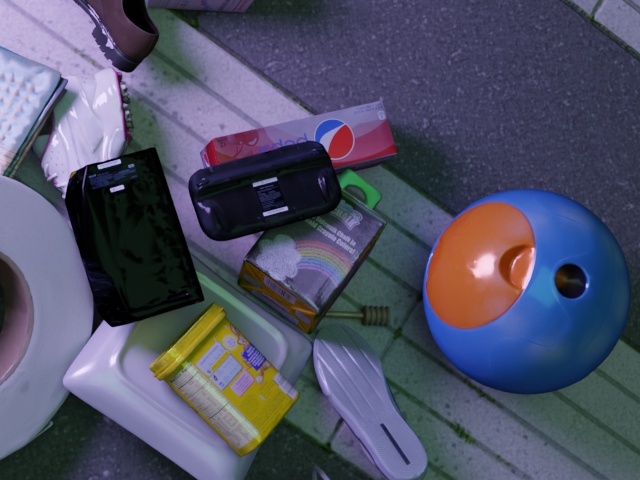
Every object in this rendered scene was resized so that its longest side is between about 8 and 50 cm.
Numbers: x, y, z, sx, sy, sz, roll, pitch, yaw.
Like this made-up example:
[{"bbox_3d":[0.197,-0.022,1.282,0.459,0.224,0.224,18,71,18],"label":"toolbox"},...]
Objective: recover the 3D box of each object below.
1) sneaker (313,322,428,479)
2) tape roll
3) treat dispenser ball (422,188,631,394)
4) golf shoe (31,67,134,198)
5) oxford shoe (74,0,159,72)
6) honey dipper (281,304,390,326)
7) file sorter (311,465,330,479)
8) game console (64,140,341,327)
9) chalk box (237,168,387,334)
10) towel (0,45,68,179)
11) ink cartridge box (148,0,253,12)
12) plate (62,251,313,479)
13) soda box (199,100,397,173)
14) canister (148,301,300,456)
[{"bbox_3d":[0.063,0.240,1.936,0.094,0.091,0.258,-23,69,-13],"label":"sneaker"},{"bbox_3d":[-0.465,0.100,1.716,0.392,0.072,0.391,-9,104,-40],"label":"tape roll"},{"bbox_3d":[0.287,0.071,1.918,0.288,0.288,0.288,2,82,-16],"label":"treat dispenser ball"},{"bbox_3d":[-0.317,-0.081,1.863,0.140,0.115,0.306,-5,76,-8],"label":"golf shoe"},{"bbox_3d":[-0.293,-0.351,1.891,0.227,0.096,0.083,54,30,4],"label":"oxford shoe"},{"bbox_3d":[0.020,0.105,1.972,0.161,0.030,0.030,4,81,-12],"label":"honey dipper"},{"bbox_3d":[-0.087,0.440,1.796,0.278,0.173,0.192,-16,113,-18],"label":"file sorter"},{"bbox_3d":[-0.142,-0.032,1.808,0.361,0.044,0.213,-16,84,-16],"label":"game console"},{"bbox_3d":[0.000,0.000,1.913,0.132,0.132,0.213,36,71,5],"label":"chalk box"},{"bbox_3d":[-0.537,-0.114,1.799,0.271,0.040,0.370,27,77,6],"label":"towel"},{"bbox_3d":[-0.147,-0.368,1.944,0.181,0.104,0.061,0,83,-16],"label":"ink cartridge box"},{"bbox_3d":[-0.163,0.160,1.854,0.278,0.045,0.277,37,54,-10],"label":"plate"},{"bbox_3d":[-0.031,-0.125,1.952,0.263,0.092,0.083,-15,86,-18],"label":"soda box"},{"bbox_3d":[-0.123,0.183,1.793,0.170,0.073,0.126,46,52,-5],"label":"canister"}]
